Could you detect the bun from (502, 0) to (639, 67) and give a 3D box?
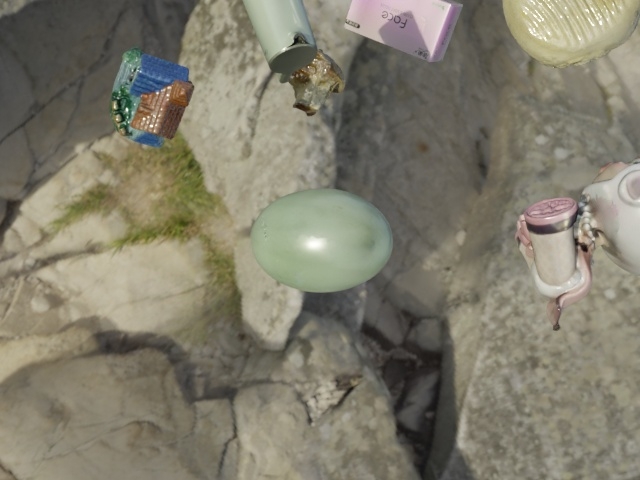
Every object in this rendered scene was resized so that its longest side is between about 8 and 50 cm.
[{"bbox_3d":[0.576,-0.575,1.994,0.326,0.234,0.362,26,89,-4],"label":"bun"}]

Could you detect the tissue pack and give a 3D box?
[{"bbox_3d":[0.197,-0.543,2.069,0.246,0.148,0.092,27,23,20],"label":"tissue pack"}]

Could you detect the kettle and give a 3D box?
[{"bbox_3d":[-0.074,-0.360,1.455,0.098,0.127,0.148,-5,71,-49],"label":"kettle"}]

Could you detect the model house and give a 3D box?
[{"bbox_3d":[-0.258,-0.223,1.346,0.119,0.149,0.148,19,89,-23],"label":"model house"}]

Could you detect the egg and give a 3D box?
[{"bbox_3d":[0.000,0.000,1.674,0.283,0.203,0.203,3,54,14],"label":"egg"}]

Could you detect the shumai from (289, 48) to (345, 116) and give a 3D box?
[{"bbox_3d":[-0.023,-0.322,1.791,0.145,0.145,0.116,34,75,-16],"label":"shumai"}]

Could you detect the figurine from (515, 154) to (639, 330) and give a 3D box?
[{"bbox_3d":[0.490,-0.021,1.363,0.361,0.253,0.211,-25,90,4],"label":"figurine"}]
